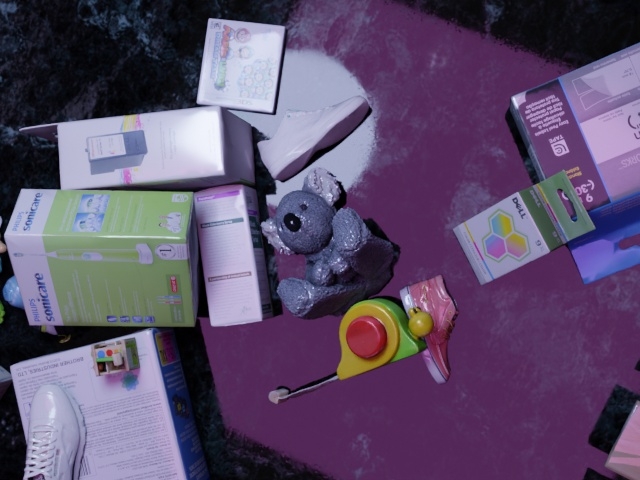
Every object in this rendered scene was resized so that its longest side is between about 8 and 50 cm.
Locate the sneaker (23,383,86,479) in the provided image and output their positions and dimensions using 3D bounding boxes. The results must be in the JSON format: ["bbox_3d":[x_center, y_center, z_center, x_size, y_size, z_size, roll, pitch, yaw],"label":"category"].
[{"bbox_3d":[-0.440,0.352,1.446,0.090,0.095,0.235,-5,86,10],"label":"sneaker"}]

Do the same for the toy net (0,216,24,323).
[{"bbox_3d":[-0.595,0.029,1.652,0.122,0.045,0.232,-33,73,45],"label":"toy net"}]

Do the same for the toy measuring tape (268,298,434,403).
[{"bbox_3d":[0.040,0.176,1.510,0.330,0.121,0.121,-24,85,26],"label":"toy measuring tape"}]

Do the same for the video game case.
[{"bbox_3d":[-0.142,-0.314,1.605,0.143,0.019,0.157,8,89,9],"label":"video game case"}]

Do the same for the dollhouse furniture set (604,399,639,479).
[{"bbox_3d":[0.644,0.387,1.344,0.394,0.256,0.362,26,92,8],"label":"dollhouse furniture set"}]

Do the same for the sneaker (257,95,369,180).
[{"bbox_3d":[-0.019,-0.201,1.559,0.212,0.080,0.094,-35,72,8],"label":"sneaker"}]

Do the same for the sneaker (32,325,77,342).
[{"bbox_3d":[-0.448,0.068,1.623,0.097,0.084,0.235,19,95,-10],"label":"sneaker"}]

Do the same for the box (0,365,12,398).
[{"bbox_3d":[-0.710,0.345,1.612,0.121,0.148,0.311,35,92,9],"label":"box"}]

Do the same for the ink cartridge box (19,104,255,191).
[{"bbox_3d":[-0.308,-0.141,1.531,0.353,0.207,0.119,-4,88,10],"label":"ink cartridge box"}]

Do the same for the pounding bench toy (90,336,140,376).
[{"bbox_3d":[-0.340,0.190,1.441,0.065,0.083,0.052,-11,86,7],"label":"pounding bench toy"}]

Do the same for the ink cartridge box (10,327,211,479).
[{"bbox_3d":[-0.351,0.371,1.552,0.269,0.151,0.396,-15,84,8],"label":"ink cartridge box"}]

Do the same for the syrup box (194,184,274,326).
[{"bbox_3d":[-0.151,0.026,1.559,0.096,0.093,0.237,-8,87,9],"label":"syrup box"}]

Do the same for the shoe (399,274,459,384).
[{"bbox_3d":[0.203,0.150,1.515,0.081,0.063,0.178,-23,81,13],"label":"shoe"}]

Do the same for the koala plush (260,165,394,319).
[{"bbox_3d":[0.000,0.000,1.515,0.221,0.203,0.196,47,108,28],"label":"koala plush"}]

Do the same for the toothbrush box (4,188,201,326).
[{"bbox_3d":[-0.346,0.031,1.468,0.283,0.122,0.206,-1,132,-2],"label":"toothbrush box"}]

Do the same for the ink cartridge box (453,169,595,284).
[{"bbox_3d":[0.324,-0.018,1.445,0.209,0.062,0.109,-32,82,46],"label":"ink cartridge box"}]

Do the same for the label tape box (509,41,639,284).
[{"bbox_3d":[0.485,-0.124,1.459,0.240,0.106,0.334,-23,85,8],"label":"label tape box"}]
